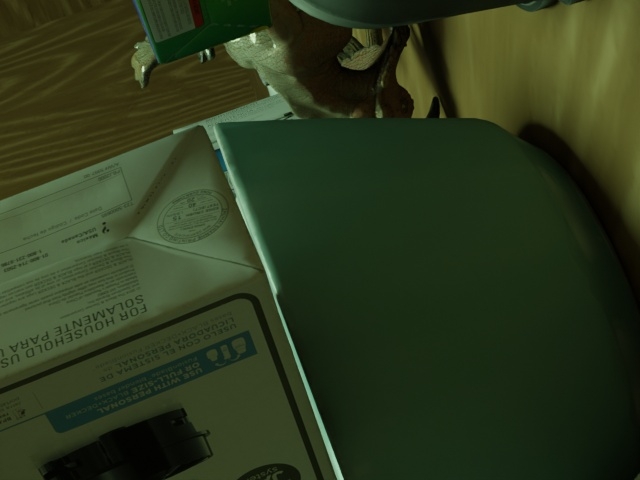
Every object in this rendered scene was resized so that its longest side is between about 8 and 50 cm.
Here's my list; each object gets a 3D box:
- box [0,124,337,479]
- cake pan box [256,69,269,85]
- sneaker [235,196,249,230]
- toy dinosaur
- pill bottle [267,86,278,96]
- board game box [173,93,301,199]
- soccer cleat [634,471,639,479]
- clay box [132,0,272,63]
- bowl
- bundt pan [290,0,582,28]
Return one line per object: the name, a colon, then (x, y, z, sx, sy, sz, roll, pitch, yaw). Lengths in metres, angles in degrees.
box: (-0.074, 0.112, 0.497, 0.087, 0.169, 0.290, -118, 9, -45)
cake pan box: (-0.047, -0.287, 0.926, 0.246, 0.070, 0.267, 89, 163, -45)
sneaker: (0.037, -0.009, 0.938, 0.305, 0.114, 0.152, 31, 142, 42)
toy dinosaur: (-0.005, -0.179, 0.771, 0.127, 0.200, 0.296, 45, 137, 47)
pill bottle: (0.009, -0.089, 1.189, 0.108, 0.108, 0.193, -114, 6, -52)
board game box: (0.000, 0.000, 1.137, 0.053, 0.193, 0.305, -115, 7, -55)
soccer cleat: (0.159, 0.170, 0.529, 0.331, 0.116, 0.143, 78, -167, -78)
clay box: (-0.079, -0.189, 0.426, 0.127, 0.053, 0.222, 87, 162, -77)
bowl: (0.069, 0.060, 0.643, 0.311, 0.163, 0.312, 161, 90, -86)
bundt pan: (-0.004, -0.233, 0.491, 0.331, 0.124, 0.331, 161, 90, -87)
